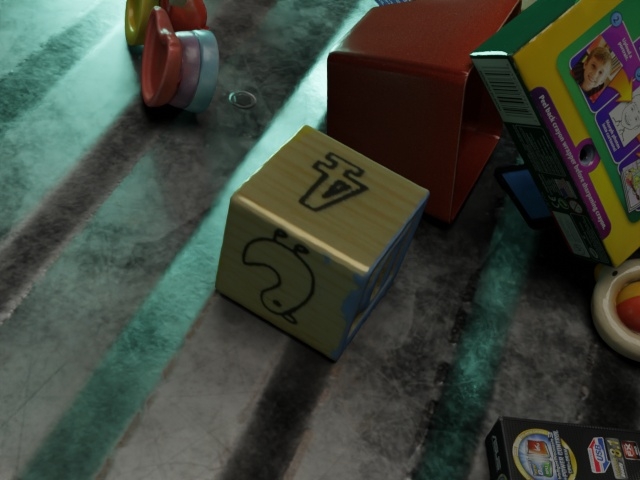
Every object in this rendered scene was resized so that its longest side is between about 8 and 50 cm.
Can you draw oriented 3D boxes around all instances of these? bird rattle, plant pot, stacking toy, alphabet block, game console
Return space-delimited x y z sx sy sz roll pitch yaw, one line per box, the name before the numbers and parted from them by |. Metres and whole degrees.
bird rattle | 0.500 0.111 1.238 0.206 0.143 0.254 -1 68 9
plant pot | 0.151 -0.231 1.348 0.235 0.267 0.267 18 45 20
stacking toy | -0.205 -0.372 1.358 0.130 0.280 0.309 3 46 -27
alphabet block | 0.000 0.000 1.127 0.197 0.192 0.193 29 46 12
game console | 0.379 -0.099 1.395 0.085 0.124 0.144 14 40 -42

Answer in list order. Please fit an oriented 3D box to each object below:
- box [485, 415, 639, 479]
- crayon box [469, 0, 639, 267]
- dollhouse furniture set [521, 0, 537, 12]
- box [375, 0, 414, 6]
box | 0.318 0.345 0.990 0.216 0.060 0.270 8 47 -9
crayon box | 0.425 -0.200 1.206 0.313 0.363 0.106 -39 25 -13
dollhouse furniture set | 0.326 -0.333 1.432 0.173 0.303 0.355 -38 48 -13
box | 0.205 -0.514 1.634 0.108 0.207 0.153 -17 55 -28
